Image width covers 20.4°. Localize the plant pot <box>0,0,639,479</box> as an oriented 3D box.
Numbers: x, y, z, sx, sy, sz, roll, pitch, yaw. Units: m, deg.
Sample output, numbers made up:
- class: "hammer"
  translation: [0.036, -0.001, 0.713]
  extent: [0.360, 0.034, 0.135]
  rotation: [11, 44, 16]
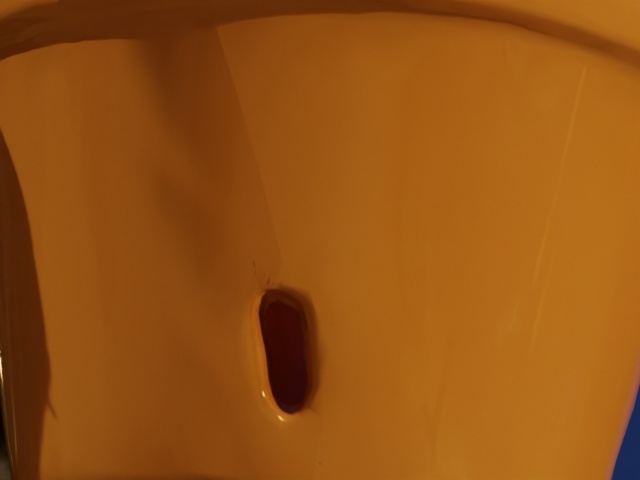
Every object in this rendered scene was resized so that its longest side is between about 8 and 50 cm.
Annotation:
- class: "plant pot"
  translation: [0.000, 0.000, 0.631]
  extent: [0.291, 0.203, 0.291]
  rotation: [5, -14, 1]
